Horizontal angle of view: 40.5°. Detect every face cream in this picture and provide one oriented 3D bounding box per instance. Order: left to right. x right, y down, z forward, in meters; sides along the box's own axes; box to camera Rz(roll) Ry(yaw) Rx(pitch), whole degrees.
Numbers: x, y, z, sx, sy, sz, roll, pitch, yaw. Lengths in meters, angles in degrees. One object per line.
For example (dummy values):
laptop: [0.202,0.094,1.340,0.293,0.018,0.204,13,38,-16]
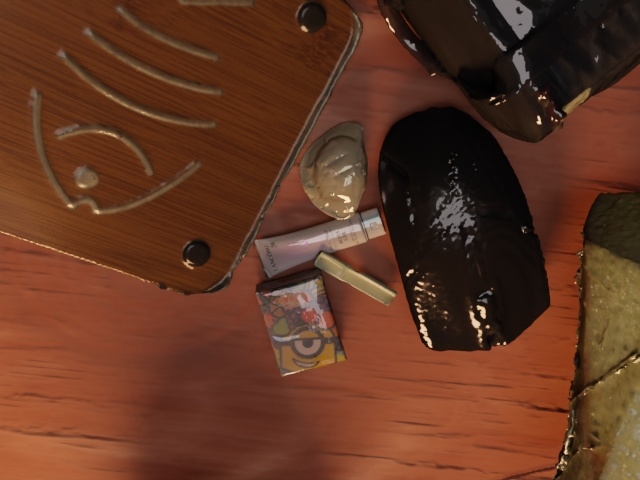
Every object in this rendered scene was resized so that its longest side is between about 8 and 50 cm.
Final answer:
face cream: [0.000,0.000,0.757,0.115,0.020,0.038,-17,109,6]

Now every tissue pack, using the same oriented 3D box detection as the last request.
tissue pack: [-0.017,0.072,0.768,0.063,0.035,0.083,-14,104,2]

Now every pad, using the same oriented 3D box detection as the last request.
pad: [-0.140,-0.111,0.670,0.287,0.018,0.284,22,104,-29]

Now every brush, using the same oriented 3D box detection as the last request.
brush: [0.030,0.032,0.764,0.084,0.013,0.016,29,108,-20]

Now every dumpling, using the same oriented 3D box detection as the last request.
dumpling: [0.011,-0.059,0.731,0.059,0.043,0.077,8,110,18]

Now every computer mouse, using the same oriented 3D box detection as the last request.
computer mouse: [0.119,-0.004,0.734,0.122,0.073,0.217,-18,107,2]

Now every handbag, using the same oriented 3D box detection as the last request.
handbag: [0.126,-0.205,0.626,0.181,0.181,0.254,-38,103,0]

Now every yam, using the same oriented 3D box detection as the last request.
yam: [0.294,0.100,0.708,0.203,0.201,0.271,2,111,18]
